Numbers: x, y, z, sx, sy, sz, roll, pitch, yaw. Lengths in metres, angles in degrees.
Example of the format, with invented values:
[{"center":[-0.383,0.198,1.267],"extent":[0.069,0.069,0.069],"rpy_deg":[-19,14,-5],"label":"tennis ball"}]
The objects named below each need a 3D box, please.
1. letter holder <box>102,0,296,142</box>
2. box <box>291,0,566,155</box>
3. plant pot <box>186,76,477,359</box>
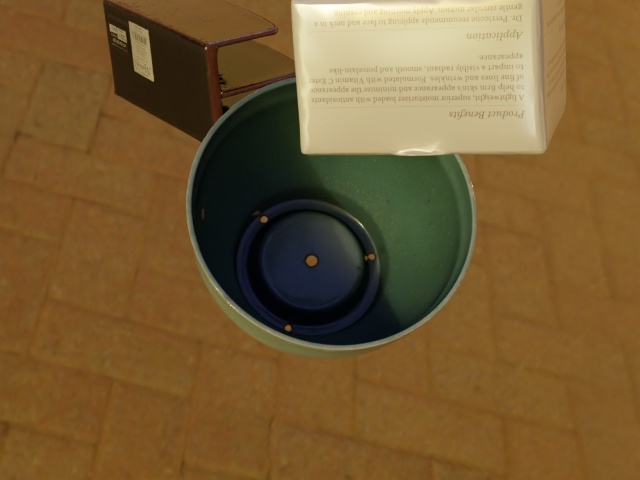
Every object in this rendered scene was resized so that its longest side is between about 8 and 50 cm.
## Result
[{"center":[-0.142,-0.266,1.823],"extent":[0.214,0.152,0.302],"rpy_deg":[-20,31,-29],"label":"letter holder"},{"center":[0.090,-0.139,0.970],"extent":[0.181,0.119,0.182],"rpy_deg":[1,16,15],"label":"box"},{"center":[0.000,0.000,1.351],"extent":[0.293,0.196,0.293],"rpy_deg":[3,69,-8],"label":"plant pot"}]
